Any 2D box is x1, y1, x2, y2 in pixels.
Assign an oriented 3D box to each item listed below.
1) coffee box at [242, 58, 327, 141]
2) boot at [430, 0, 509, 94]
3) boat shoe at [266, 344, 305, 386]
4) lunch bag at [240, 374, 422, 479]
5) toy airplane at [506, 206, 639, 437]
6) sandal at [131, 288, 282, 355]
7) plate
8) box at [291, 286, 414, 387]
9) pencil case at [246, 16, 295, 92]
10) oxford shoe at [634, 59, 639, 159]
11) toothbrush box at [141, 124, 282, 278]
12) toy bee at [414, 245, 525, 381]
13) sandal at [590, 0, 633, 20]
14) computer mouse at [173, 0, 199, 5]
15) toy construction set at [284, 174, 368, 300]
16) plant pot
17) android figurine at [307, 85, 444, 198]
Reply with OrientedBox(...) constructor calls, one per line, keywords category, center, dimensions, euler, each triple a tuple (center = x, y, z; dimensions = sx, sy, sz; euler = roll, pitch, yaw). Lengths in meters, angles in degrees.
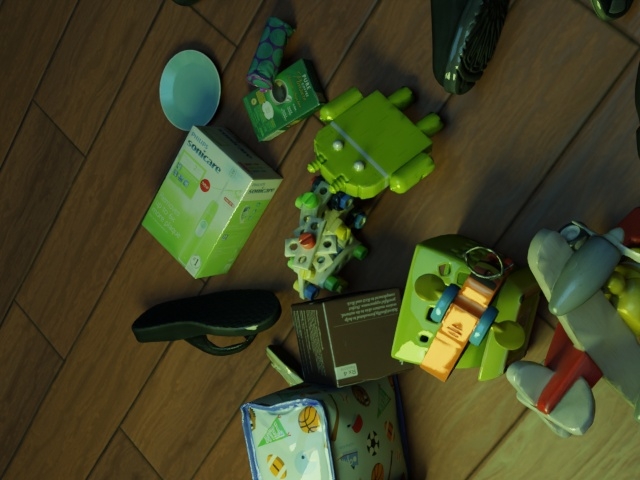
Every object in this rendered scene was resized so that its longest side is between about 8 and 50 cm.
OrientedBox(category="coffee box", center=(-0.078, -0.303, 2.052), dimensions=(0.184, 0.040, 0.113), euler=(-29, 77, 33))
OrientedBox(category="boot", center=(0.141, -0.510, 1.823), dimensions=(0.445, 0.146, 0.367), euler=(22, 98, 27))
OrientedBox(category="boat shoe", center=(-0.071, 0.295, 2.098), dimensions=(0.153, 0.056, 0.048), euler=(42, 111, 15))
OrientedBox(category="lunch bag", center=(0.038, 0.477, 1.882), dimensions=(0.238, 0.327, 0.386), euler=(-9, 88, 32))
OrientedBox(category="toy airplane", center=(0.478, 0.147, 1.523), dimensions=(0.272, 0.386, 0.385), euler=(-1, 95, 46))
OrientedBox(category="sandal", center=(-0.246, 0.196, 2.165), dimensions=(0.445, 0.167, 0.107), euler=(-7, 116, 41))
OrientedBox(category="plate", center=(-0.301, -0.350, 2.205), dimensions=(0.188, 0.024, 0.188), euler=(3, 96, 34))
OrientedBox(category="box", center=(0.060, 0.191, 1.886), dimensions=(0.203, 0.168, 0.167), euler=(164, 96, -69))
OrientedBox(category="pencil case", center=(-0.107, -0.399, 2.021), dimensions=(0.064, 0.070, 0.152), euler=(16, 76, 10))
OrientedBox(category="oxford shoe", center=(0.584, -0.241, 1.617), dimensions=(0.076, 0.076, 0.212), euler=(-2, 91, 4))
OrientedBox(category="toothbrush box", center=(-0.249, -0.088, 2.139), dimensions=(0.206, 0.122, 0.283), euler=(43, 114, 22))
OrientedBox(category="toy bee", center=(0.271, 0.101, 1.576), dimensions=(0.195, 0.162, 0.298), euler=(47, 135, 0))
OrientedBox(category="sandal", center=(0.457, -0.517, 1.652), dimensions=(0.086, 0.120, 0.303), euler=(-42, 68, 58))
OrientedBox(category="computer mouse", center=(-0.269, -0.631, 2.128), dimensions=(0.272, 0.072, 0.189), euler=(-25, 82, 33))
OrientedBox(category="toy construction set", center=(0.000, 0.000, 1.890), dimensions=(0.151, 0.328, 0.215), euler=(34, 83, 13))
OrientedBox(category="plant pot", center=(0.283, 0.127, 1.752), dimensions=(0.207, 0.228, 0.227), euler=(18, 103, 25))
OrientedBox(category="android figurine", center=(0.101, -0.190, 1.835), dimensions=(0.248, 0.272, 0.056), euler=(48, 161, 21))
